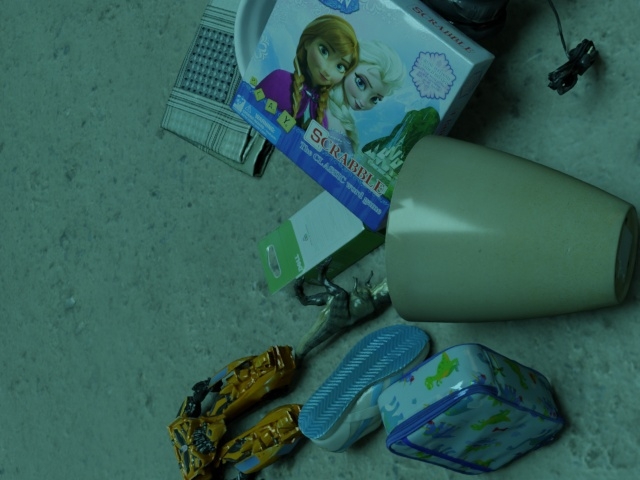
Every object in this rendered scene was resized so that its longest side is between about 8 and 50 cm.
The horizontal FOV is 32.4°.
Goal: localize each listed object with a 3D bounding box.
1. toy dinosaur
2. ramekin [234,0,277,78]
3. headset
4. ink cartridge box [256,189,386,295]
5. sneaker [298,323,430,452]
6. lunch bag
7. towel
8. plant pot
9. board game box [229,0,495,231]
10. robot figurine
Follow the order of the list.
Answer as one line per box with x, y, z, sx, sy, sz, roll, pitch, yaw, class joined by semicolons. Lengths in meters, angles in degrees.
0.019;0.094;1.692;0.268;0.064;0.118;-38;93;28;toy dinosaur
0.011;-0.313;1.741;0.277;0.135;0.277;14;116;31;ramekin
0.218;-0.362;1.529;0.394;0.185;0.243;39;140;4;headset
0.000;0.000;1.764;0.209;0.062;0.109;-37;54;28;ink cartridge box
0.072;0.215;1.615;0.229;0.092;0.087;-42;47;-1;sneaker
0.190;0.224;1.408;0.176;0.219;0.090;-36;48;28;lunch bag
-0.155;-0.303;2.013;0.324;0.056;0.312;28;95;43;towel
0.260;-0.001;1.429;0.274;0.256;0.256;7;80;27;plant pot
0.047;-0.230;1.615;0.319;0.066;0.318;41;127;17;board game box
-0.138;0.295;1.765;0.291;0.085;0.211;-37;62;29;robot figurine
